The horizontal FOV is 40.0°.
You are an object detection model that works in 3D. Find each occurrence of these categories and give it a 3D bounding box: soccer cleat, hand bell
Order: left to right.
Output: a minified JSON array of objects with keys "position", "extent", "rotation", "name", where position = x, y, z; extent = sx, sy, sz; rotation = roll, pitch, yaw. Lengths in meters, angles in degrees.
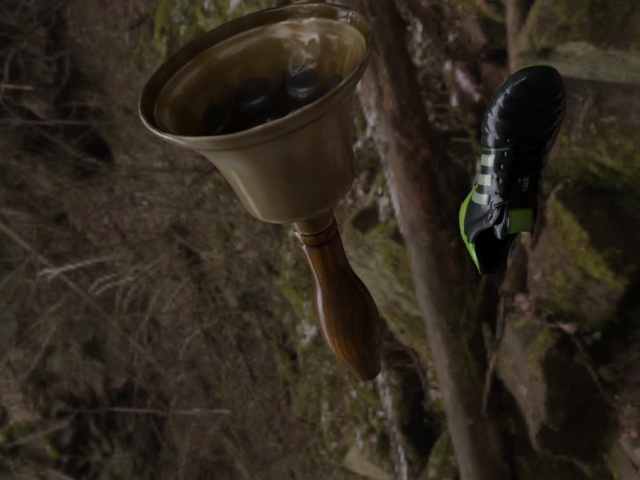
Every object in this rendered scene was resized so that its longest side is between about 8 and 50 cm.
[{"position":[0.000,0.000,0.517],"extent":[0.126,0.126,0.242],"rotation":[-94,-13,-52],"name":"hand bell"},{"position":[0.143,-0.047,0.640],"extent":[0.179,0.060,0.072],"rotation":[98,167,-49],"name":"soccer cleat"}]
